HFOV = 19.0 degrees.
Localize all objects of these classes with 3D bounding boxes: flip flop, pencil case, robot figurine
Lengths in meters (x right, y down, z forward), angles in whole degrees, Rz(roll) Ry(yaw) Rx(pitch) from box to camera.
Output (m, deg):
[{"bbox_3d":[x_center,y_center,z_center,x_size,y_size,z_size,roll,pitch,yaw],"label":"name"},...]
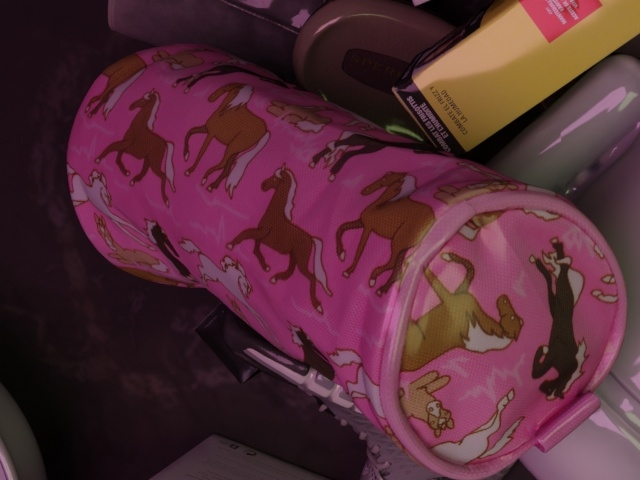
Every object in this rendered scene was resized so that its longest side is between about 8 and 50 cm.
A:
[{"bbox_3d":[0.116,-0.076,1.180,0.277,0.080,0.112,19,115,-7],"label":"flip flop"},{"bbox_3d":[0.000,0.000,1.086,0.386,0.167,0.160,28,104,54],"label":"pencil case"},{"bbox_3d":[0.231,0.029,1.101,0.300,0.200,0.353,44,106,8],"label":"robot figurine"}]

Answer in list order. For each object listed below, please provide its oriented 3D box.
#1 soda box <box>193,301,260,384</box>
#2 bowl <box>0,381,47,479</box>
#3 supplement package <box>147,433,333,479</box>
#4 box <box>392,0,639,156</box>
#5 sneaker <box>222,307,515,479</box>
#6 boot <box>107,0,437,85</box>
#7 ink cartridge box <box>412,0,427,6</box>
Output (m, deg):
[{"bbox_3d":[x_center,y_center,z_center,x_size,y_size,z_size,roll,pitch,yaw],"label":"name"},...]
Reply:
[{"bbox_3d":[-0.008,0.023,1.301,0.053,0.060,0.169,48,117,6],"label":"soda box"},{"bbox_3d":[-0.313,0.185,1.437,0.298,0.134,0.298,6,105,23],"label":"bowl"},{"bbox_3d":[-0.082,0.249,1.289,0.134,0.244,0.139,19,111,19],"label":"supplement package"},{"bbox_3d":[0.152,-0.137,1.071,0.232,0.087,0.058,-34,98,22],"label":"box"},{"bbox_3d":[0.027,0.124,1.271,0.229,0.086,0.132,20,124,-9],"label":"sneaker"},{"bbox_3d":[-0.029,-0.181,1.260,0.208,0.076,0.189,32,112,21],"label":"boot"},{"bbox_3d":[0.092,-0.206,1.100,0.143,0.092,0.090,-18,109,36],"label":"ink cartridge box"}]
